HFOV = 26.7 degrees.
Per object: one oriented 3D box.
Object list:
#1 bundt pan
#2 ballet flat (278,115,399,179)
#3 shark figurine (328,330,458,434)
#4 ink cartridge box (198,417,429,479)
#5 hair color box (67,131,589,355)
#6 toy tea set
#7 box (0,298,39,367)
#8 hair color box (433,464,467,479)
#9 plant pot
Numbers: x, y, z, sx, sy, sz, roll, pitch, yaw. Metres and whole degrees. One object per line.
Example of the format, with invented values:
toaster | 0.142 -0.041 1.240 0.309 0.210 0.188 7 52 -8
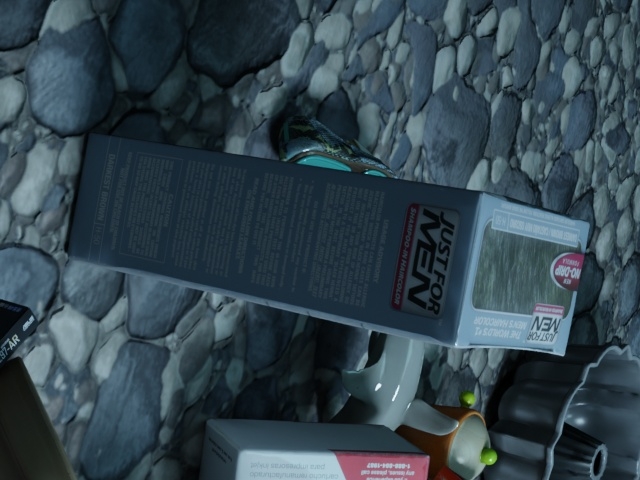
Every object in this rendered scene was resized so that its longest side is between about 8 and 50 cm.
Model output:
bundt pan | 0.328 0.290 1.848 0.331 0.124 0.330 -19 114 -51
ballet flat | 0.021 -0.081 1.363 0.188 0.070 0.070 27 78 -55
shark figurine | 0.055 0.104 1.383 0.116 0.166 0.278 -2 100 -44
ink cartridge box | -0.020 0.320 1.300 0.197 0.114 0.272 5 97 -21
hair color box | 0.000 0.000 1.077 0.185 0.375 0.113 9 92 -56
toy tea set | 0.129 0.344 1.580 0.200 0.124 0.336 -32 125 -46
box | -0.258 0.070 0.988 0.067 0.083 0.018 -52 138 -31
hair color box | 0.130 0.331 1.508 0.072 0.043 0.141 35 90 -29
plant pot | -0.222 0.213 0.999 0.110 0.237 0.237 -24 124 -14
